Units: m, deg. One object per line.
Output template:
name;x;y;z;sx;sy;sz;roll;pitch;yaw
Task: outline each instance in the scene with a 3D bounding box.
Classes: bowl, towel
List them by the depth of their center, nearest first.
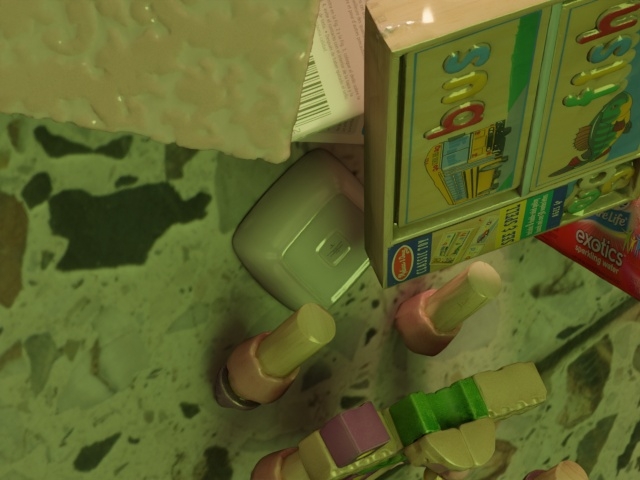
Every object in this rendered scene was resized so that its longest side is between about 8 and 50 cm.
towel;-0.154;-0.230;1.259;0.332;0.053;0.317;12;119;1
bowl;0.000;0.000;1.609;0.142;0.053;0.142;-47;129;-5

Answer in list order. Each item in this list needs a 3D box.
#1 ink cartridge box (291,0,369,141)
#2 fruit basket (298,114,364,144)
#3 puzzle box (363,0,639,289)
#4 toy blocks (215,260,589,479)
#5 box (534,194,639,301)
ink cartridge box;0.040;-0.259;1.330;0.261;0.066;0.296;-20;115;-5
fruit basket;-0.005;-0.235;1.425;0.353;0.165;0.327;0;111;-31
puzzle box;0.168;-0.107;1.400;0.272;0.052;0.409;-19;154;-7
toy blocks;0.061;0.221;1.633;0.289;0.309;0.260;-12;160;-38
box;0.324;-0.034;1.681;0.123;0.257;0.128;-4;114;-31
